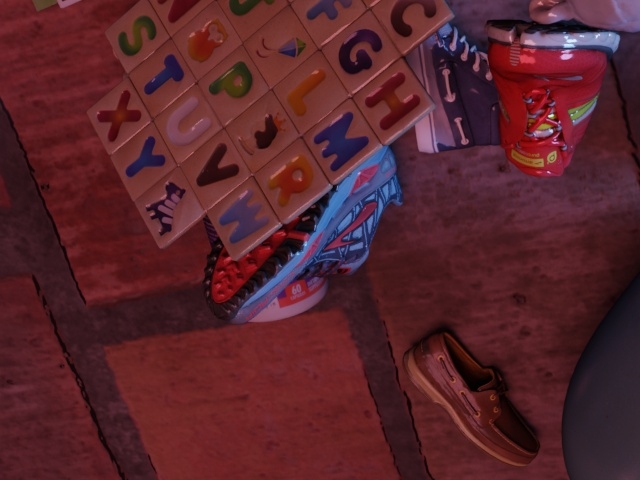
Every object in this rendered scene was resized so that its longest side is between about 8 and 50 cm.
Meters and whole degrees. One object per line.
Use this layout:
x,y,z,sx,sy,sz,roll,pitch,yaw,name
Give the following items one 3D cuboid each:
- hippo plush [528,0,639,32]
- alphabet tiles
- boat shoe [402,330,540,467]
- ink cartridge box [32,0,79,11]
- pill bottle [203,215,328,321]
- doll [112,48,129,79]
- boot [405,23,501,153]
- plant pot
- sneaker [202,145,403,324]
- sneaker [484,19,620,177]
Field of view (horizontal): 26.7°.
0.217,-0.264,1.062,0.234,0.237,0.294,-2,132,37,hippo plush
-0.056,-0.158,1.229,0.342,0.011,0.285,-37,65,15,alphabet tiles
0.167,0.166,1.414,0.178,0.064,0.060,43,121,-5,boat shoe
-0.225,-0.296,1.298,0.209,0.062,0.109,-17,110,23,ink cartridge box
-0.064,-0.025,1.359,0.108,0.108,0.194,-7,114,19,pill bottle
-0.110,-0.194,1.325,0.189,0.046,0.129,-6,114,19,doll
0.125,-0.173,1.265,0.086,0.069,0.190,-5,122,10,boot
0.362,0.163,1.243,0.293,0.293,0.235,33,134,-2,plant pot
0.000,0.000,1.277,0.104,0.262,0.125,12,140,44,sneaker
0.195,-0.114,1.146,0.107,0.279,0.118,8,85,15,sneaker
